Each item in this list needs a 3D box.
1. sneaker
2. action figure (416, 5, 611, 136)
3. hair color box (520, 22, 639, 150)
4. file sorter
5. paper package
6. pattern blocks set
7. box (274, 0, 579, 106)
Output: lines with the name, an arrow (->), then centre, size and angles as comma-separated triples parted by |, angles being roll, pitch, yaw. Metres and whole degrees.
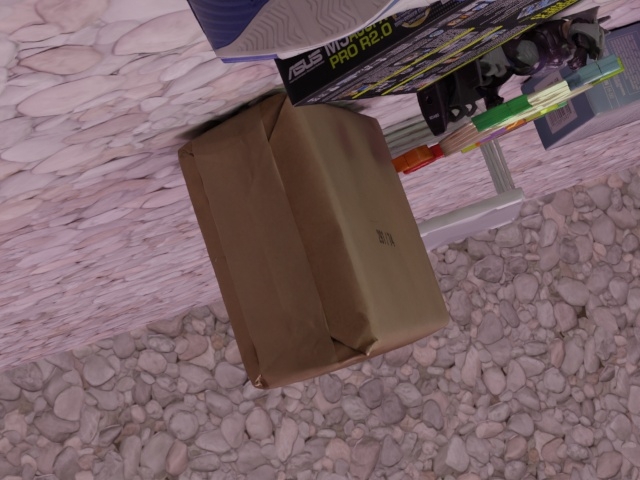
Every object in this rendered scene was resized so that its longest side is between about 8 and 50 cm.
sneaker -> 0.064, -0.203, 0.886 | 0.315, 0.127, 0.182 | -23, 171, 6
action figure -> 0.231, -0.209, 1.507 | 0.285, 0.099, 0.185 | -19, 169, -43
hair color box -> 0.506, -0.258, 1.877 | 0.374, 0.113, 0.185 | -18, 173, -16
file sorter -> 0.187, -0.092, 1.966 | 0.193, 0.173, 0.277 | -20, 173, 3
paper package -> 0.000, 0.000, 1.532 | 0.168, 0.309, 0.325 | -21, 173, 19
pattern blocks set -> 0.214, -0.139, 1.457 | 0.285, 0.026, 0.325 | -25, 179, 2
box -> 0.119, -0.216, 1.243 | 0.270, 0.060, 0.216 | -26, 172, 41
